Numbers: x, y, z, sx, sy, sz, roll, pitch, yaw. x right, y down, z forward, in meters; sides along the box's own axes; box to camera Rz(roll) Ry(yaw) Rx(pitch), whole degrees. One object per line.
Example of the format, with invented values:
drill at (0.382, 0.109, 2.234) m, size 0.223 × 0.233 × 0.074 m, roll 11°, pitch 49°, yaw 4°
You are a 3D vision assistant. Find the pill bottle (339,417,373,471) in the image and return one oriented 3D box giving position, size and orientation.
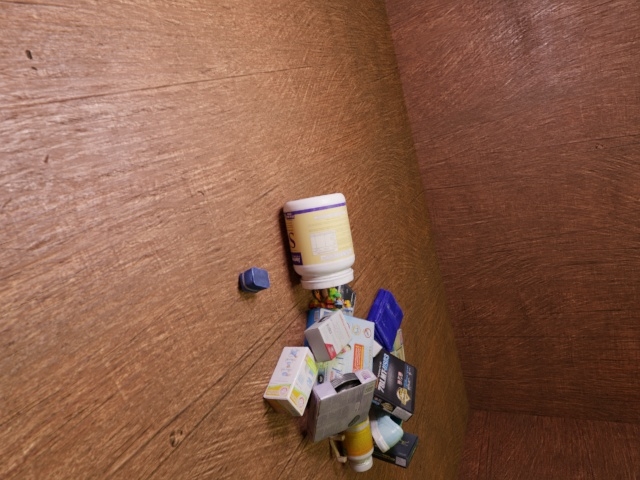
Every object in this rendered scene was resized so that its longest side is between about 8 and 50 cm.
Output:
pill bottle at (0.152, 0.843, 1.812) m, size 0.136 × 0.136 × 0.246 m, roll -22°, pitch 103°, yaw -60°

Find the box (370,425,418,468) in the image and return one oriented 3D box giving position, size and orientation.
box at (0.322, 0.955, 1.991) m, size 0.183 × 0.232 × 0.059 m, roll -16°, pitch 110°, yaw -60°

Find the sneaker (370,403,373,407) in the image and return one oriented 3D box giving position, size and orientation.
sneaker at (0.230, 0.671, 2.046) m, size 0.131 × 0.112 × 0.319 m, roll 57°, pitch 32°, yaw -10°

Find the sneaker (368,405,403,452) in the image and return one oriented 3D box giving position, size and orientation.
sneaker at (0.310, 0.831, 1.951) m, size 0.135 × 0.150 × 0.366 m, roll 59°, pitch 2°, yaw -5°

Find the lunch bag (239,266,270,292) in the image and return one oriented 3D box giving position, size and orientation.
lunch bag at (-0.216, 0.132, 1.391) m, size 0.098 × 0.065 × 0.067 m, roll 26°, pitch 46°, yaw -55°

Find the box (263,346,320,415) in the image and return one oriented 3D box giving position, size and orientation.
box at (-0.097, 0.489, 1.482) m, size 0.114 × 0.103 × 0.203 m, roll 62°, pitch 36°, yaw -32°

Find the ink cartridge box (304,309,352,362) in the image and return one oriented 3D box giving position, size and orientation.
ink cartridge box at (0.032, 0.352, 1.571) m, size 0.175 × 0.072 × 0.128 m, roll -25°, pitch 93°, yaw -58°

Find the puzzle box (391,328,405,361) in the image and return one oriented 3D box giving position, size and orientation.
puzzle box at (0.414, 0.727, 2.389) m, size 0.272 × 0.052 × 0.409 m, roll -6°, pitch 89°, yaw -61°

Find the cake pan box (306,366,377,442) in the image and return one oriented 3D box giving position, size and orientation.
cake pan box at (0.077, 0.609, 1.576) m, size 0.245 × 0.070 × 0.267 m, roll -13°, pitch 127°, yaw -27°

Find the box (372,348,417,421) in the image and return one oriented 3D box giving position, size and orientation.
box at (0.297, 0.638, 1.960) m, size 0.293 × 0.073 × 0.295 m, roll 31°, pitch 30°, yaw 1°

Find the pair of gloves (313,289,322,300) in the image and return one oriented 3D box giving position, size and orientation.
pair of gloves at (-0.009, 0.207, 1.792) m, size 0.074 × 0.010 × 0.083 m, roll 60°, pitch 35°, yaw -44°

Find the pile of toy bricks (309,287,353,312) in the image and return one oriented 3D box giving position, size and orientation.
pile of toy bricks at (0.051, 0.243, 1.785) m, size 0.212 × 0.118 × 0.105 m, roll 15°, pitch 63°, yaw -47°

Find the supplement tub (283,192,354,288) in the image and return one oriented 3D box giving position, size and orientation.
supplement tub at (0.000, 0.000, 1.622) m, size 0.241 × 0.240 × 0.332 m, roll -18°, pitch 100°, yaw -60°

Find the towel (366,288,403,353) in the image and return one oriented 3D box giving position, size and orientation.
towel at (0.354, 0.423, 2.274) m, size 0.228 × 0.076 × 0.308 m, roll 55°, pitch 36°, yaw -13°

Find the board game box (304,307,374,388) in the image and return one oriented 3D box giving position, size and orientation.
board game box at (0.076, 0.456, 1.712) m, size 0.301 × 0.086 × 0.309 m, roll 22°, pitch 63°, yaw -34°

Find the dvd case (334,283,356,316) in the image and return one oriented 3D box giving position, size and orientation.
dvd case at (0.102, 0.315, 1.949) m, size 0.179 × 0.029 × 0.239 m, roll 49°, pitch 44°, yaw -45°

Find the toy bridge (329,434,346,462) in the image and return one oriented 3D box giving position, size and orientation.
toy bridge at (0.067, 0.807, 1.742) m, size 0.026 × 0.063 × 0.188 m, roll 2°, pitch 81°, yaw -60°

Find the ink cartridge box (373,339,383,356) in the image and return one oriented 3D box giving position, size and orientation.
ink cartridge box at (0.201, 0.459, 1.976) m, size 0.060 × 0.180 × 0.104 m, roll -50°, pitch 162°, yaw -2°
